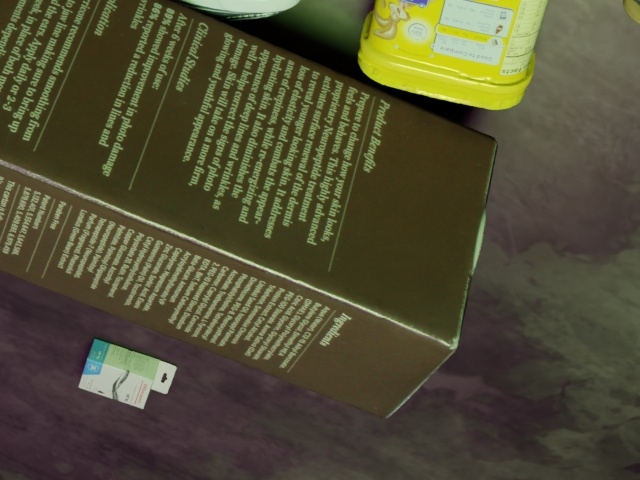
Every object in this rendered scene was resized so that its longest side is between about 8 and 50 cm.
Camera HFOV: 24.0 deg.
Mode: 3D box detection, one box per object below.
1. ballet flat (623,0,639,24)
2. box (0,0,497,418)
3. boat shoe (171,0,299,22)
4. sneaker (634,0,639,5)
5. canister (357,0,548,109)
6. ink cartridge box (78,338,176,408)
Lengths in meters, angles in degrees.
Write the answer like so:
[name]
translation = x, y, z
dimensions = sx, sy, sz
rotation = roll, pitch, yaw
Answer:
[ballet flat]
translation = 0.317, -0.143, 1.041
dimensions = 0.232, 0.080, 0.073
rotation = 24, 162, -6
[box]
translation = -0.081, -0.041, 1.069
dimensions = 0.381, 0.191, 0.143
rotation = 22, 144, -8
[boat shoe]
translation = -0.099, -0.176, 1.110
dimensions = 0.183, 0.065, 0.083
rotation = 8, 143, 10
[sneaker]
translation = 0.289, -0.190, 0.954
dimensions = 0.234, 0.106, 0.078
rotation = -22, 128, -18
[canister]
translation = 0.102, -0.184, 1.039
dimensions = 0.126, 0.073, 0.170
rotation = 13, 134, 1
[ink cartridge box]
translation = -0.185, 0.131, 1.445
dimensions = 0.083, 0.028, 0.048
rotation = 19, 135, -5
